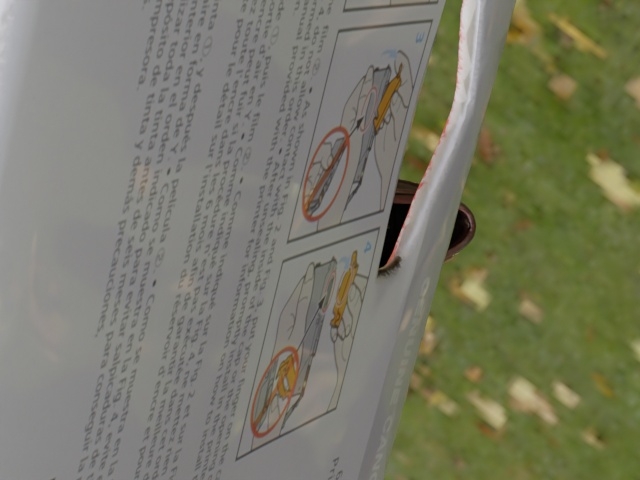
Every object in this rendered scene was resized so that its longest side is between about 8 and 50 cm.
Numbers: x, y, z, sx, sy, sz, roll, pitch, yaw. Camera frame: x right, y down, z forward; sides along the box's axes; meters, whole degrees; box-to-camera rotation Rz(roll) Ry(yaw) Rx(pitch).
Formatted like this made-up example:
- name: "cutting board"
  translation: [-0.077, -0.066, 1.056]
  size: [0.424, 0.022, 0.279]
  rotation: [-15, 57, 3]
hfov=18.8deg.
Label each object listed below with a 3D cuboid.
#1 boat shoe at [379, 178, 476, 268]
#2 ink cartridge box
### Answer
- name: "boat shoe"
  translation: [0.000, 0.000, 1.147]
  size: [0.073, 0.207, 0.073]
  rotation: [9, 109, 52]
- name: "ink cartridge box"
  translation: [-0.031, -0.027, 0.431]
  size: [0.066, 0.296, 0.261]
  rotation: [19, -164, 19]
